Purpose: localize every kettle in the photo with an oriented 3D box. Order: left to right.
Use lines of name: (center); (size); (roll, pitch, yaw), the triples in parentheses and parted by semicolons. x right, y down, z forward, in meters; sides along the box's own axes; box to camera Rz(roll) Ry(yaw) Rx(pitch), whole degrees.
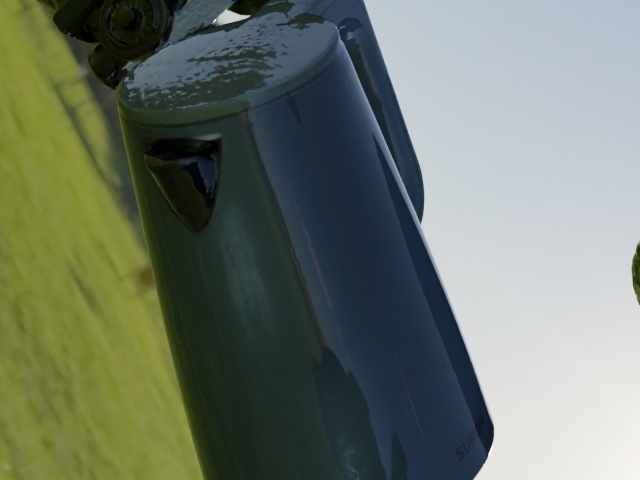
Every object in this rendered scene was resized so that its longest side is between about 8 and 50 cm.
kettle: (0.000, 0.000, 0.904); (0.160, 0.210, 0.243); (3, -59, 34)

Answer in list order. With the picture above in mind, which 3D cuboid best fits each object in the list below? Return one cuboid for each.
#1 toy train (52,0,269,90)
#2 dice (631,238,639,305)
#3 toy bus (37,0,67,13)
toy train: (-0.080, -0.201, 1.082); (0.137, 0.225, 0.090); (52, 14, 22)
dice: (0.427, 0.025, 1.287); (0.297, 0.300, 0.287); (43, 3, 35)
toy bus: (-0.226, -0.272, 1.444); (0.335, 0.121, 0.123); (36, -35, 33)
